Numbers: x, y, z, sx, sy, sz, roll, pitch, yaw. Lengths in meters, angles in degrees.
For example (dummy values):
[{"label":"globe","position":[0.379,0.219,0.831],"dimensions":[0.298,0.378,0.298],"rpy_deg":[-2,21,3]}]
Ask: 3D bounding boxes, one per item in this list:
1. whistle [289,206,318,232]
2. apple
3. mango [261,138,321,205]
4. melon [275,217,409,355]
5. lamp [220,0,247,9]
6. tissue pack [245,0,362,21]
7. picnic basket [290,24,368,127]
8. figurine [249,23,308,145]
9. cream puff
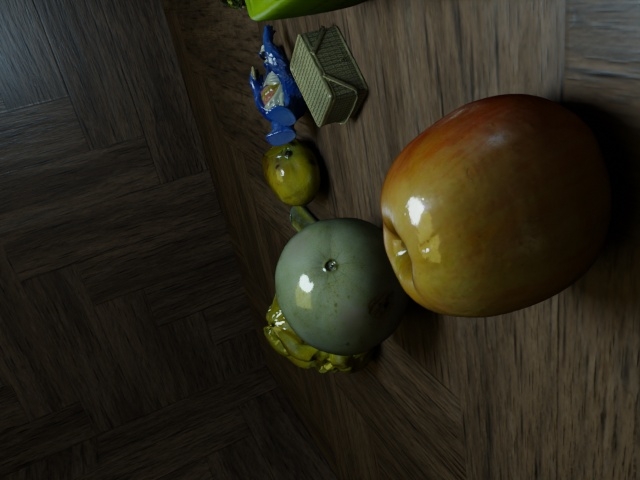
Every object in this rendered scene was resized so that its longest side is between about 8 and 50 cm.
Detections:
[{"label":"whistle","position":[-0.001,0.000,1.466],"dimensions":[0.326,0.057,0.067],"rpy_deg":[46,131,48]},{"label":"apple","position":[0.177,-0.032,0.618],"dimensions":[0.242,0.241,0.242],"rpy_deg":[52,156,35]},{"label":"mango","position":[-0.079,-0.172,1.401],"dimensions":[0.262,0.130,0.167],"rpy_deg":[-141,29,-68]},{"label":"melon","position":[0.048,0.090,1.100],"dimensions":[0.268,0.269,0.330],"rpy_deg":[62,-179,22]},{"label":"lamp","position":[-0.127,-0.531,1.031],"dimensions":[0.223,0.196,0.223],"rpy_deg":[29,171,5]},{"label":"tissue pack","position":[0.014,-0.409,0.746],"dimensions":[0.275,0.200,0.167],"rpy_deg":[-153,47,-65]},{"label":"picnic basket","position":[0.012,-0.310,1.055],"dimensions":[0.164,0.080,0.115],"rpy_deg":[65,162,13]},{"label":"figurine","position":[-0.091,-0.353,1.280],"dimensions":[0.164,0.121,0.262],"rpy_deg":[139,127,-64]},{"label":"cream puff","position":[-0.020,0.230,1.474],"dimensions":[0.324,0.257,0.291],"rpy_deg":[157,96,-72]}]
